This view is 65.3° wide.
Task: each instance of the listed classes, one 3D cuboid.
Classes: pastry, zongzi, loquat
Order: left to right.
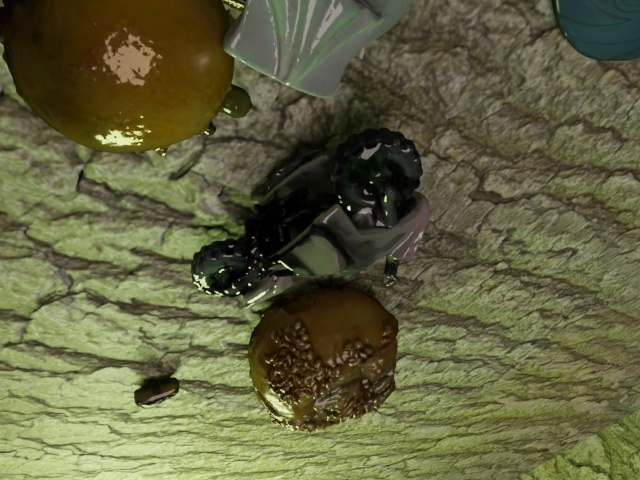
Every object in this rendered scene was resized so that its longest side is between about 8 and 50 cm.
[{"bbox_3d":[-0.145,-0.145,0.393,0.204,0.150,0.172,24,132,-35],"label":"loquat"},{"bbox_3d":[-0.281,0.272,0.873,0.076,0.040,0.083,-15,150,-16],"label":"zongzi"},{"bbox_3d":[0.008,0.217,0.833,0.254,0.162,0.311,-10,136,-7],"label":"pastry"}]

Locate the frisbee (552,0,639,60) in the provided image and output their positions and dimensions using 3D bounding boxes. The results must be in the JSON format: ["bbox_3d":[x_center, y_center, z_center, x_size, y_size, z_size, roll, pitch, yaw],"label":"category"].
[{"bbox_3d":[0.375,-0.310,0.497,0.289,0.049,0.290,-11,138,-10],"label":"frisbee"}]

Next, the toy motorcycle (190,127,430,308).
[{"bbox_3d":[0.000,0.000,0.616,0.327,0.143,0.188,-33,137,25],"label":"toy motorcycle"}]

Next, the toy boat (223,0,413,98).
[{"bbox_3d":[0.019,-0.257,0.355,0.199,0.100,0.290,14,111,-38],"label":"toy boat"}]

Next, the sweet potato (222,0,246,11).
[{"bbox_3d":[-0.089,-0.221,0.433,0.115,0.026,0.026,14,128,-29],"label":"sweet potato"}]
